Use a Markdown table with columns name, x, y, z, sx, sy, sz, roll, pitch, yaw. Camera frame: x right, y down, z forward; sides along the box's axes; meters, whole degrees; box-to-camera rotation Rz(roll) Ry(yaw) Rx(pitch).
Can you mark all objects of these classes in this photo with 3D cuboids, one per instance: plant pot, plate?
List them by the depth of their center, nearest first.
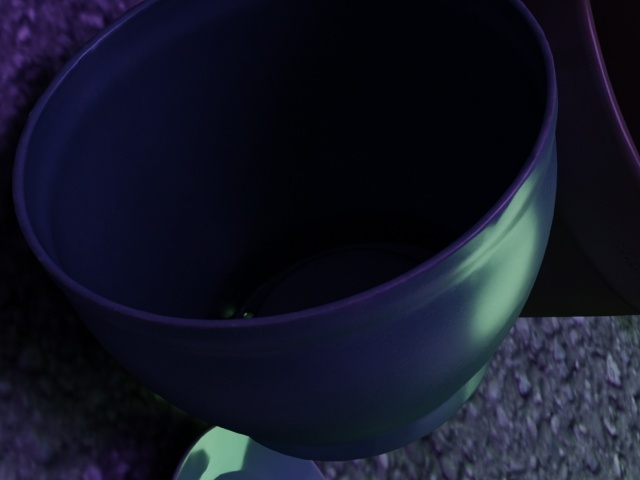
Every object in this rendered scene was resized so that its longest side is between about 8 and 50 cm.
| name | x | y | z | sx | sy | sz | roll | pitch | yaw |
| --- | --- | --- | --- | --- | --- | --- | --- | --- | --- |
| plant pot | 0.000 | 0.000 | 1.010 | 0.196 | 0.293 | 0.293 | 71 | 24 | -44 |
| plate | -0.038 | 0.197 | 1.055 | 0.188 | 0.024 | 0.188 | 32 | 49 | -44 |
| plant pot | 0.131 | -0.071 | 1.215 | 0.323 | 0.280 | 0.323 | 34 | 46 | -44 |
